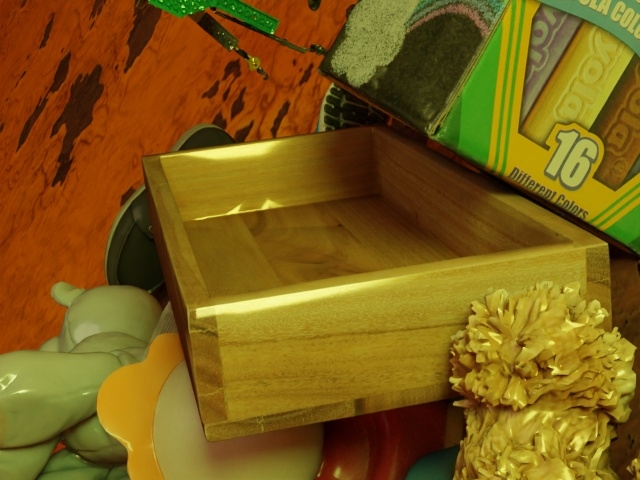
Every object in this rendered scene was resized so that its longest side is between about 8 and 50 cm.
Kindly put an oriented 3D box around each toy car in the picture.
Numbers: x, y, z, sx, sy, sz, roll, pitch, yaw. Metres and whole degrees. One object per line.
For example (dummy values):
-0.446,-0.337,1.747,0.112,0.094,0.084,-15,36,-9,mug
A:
-0.027,0.112,0.696,0.219,0.238,0.210,-28,45,46,toy car

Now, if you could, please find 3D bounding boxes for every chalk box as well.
0.166,-0.172,0.671,0.289,0.179,0.180,-59,29,7,chalk box

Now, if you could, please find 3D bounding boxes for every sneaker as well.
-0.157,-0.018,1.171,0.222,0.083,0.118,-59,30,8,sneaker
0.005,-0.076,0.974,0.073,0.063,0.162,-16,54,57,sneaker

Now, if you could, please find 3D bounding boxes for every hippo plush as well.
-0.220,0.124,1.007,0.294,0.234,0.236,-57,30,14,hippo plush

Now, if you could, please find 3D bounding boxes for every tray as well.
0.000,0.000,0.699,0.411,0.203,0.076,-129,32,-71,tray

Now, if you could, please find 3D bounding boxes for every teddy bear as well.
0.103,0.184,0.446,0.245,0.113,0.338,29,98,20,teddy bear

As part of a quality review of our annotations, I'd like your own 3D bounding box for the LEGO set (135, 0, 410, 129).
0.010,-0.241,0.852,0.192,0.331,0.255,-125,51,-66,LEGO set
